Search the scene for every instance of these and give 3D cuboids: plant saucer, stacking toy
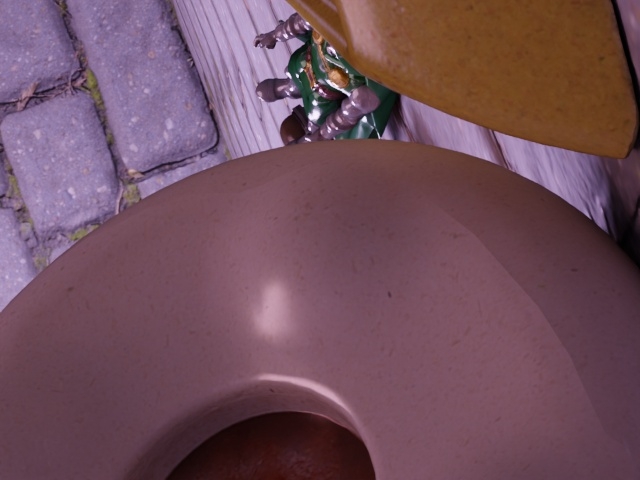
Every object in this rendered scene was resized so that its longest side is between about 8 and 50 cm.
[{"bbox_3d":[-0.007,-0.206,0.636,0.333,0.081,0.333,-124,15,-69],"label":"plant saucer"},{"bbox_3d":[0.060,0.213,0.755,0.480,0.350,0.350,50,-168,-46],"label":"stacking toy"}]

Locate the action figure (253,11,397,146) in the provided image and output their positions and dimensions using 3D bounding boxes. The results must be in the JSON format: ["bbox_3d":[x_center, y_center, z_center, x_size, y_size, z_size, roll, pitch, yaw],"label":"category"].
[{"bbox_3d":[0.004,-0.103,1.036,0.137,0.063,0.232,64,168,4],"label":"action figure"}]

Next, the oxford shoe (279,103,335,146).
[{"bbox_3d":[0.000,0.000,1.375,0.083,0.096,0.227,-121,13,-76],"label":"oxford shoe"}]
